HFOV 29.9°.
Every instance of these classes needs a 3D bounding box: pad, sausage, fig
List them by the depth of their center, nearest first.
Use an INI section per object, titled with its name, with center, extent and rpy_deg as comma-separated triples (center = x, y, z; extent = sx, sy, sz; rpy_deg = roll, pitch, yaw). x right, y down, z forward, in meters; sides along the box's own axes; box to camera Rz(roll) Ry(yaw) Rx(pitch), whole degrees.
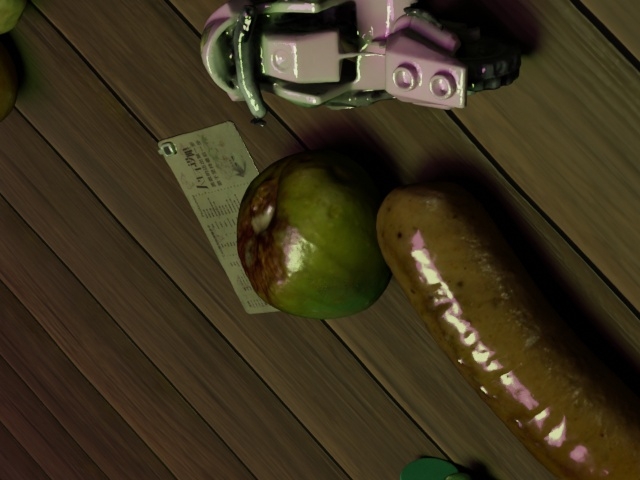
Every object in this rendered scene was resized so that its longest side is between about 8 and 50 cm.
[sausage]
center = 0.233, 0.142, 1.232
extent = 0.136, 0.123, 0.501
rpy_deg = -41, 88, 16
[fig]
center = 0.000, 0.000, 1.315
extent = 0.181, 0.181, 0.191
rpy_deg = -5, 141, 46
[pad]
center = -0.104, -0.021, 1.520
extent = 0.159, 0.009, 0.265
rpy_deg = -10, 113, 47

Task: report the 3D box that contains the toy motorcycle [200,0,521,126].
[toy motorcycle]
center = 0.018, -0.178, 1.134
extent = 0.327, 0.188, 0.143
rpy_deg = 20, 125, 33

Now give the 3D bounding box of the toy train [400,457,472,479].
[toy train]
center = 0.175, 0.386, 1.508
extent = 0.159, 0.101, 0.248
rpy_deg = 16, 130, 53

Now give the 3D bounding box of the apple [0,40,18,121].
[apple]
center = -0.501, -0.221, 1.621
extent = 0.182, 0.182, 0.155
rpy_deg = 5, 115, 42

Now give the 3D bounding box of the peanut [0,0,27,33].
[peanut]
center = -0.450, -0.362, 1.437
extent = 0.152, 0.152, 0.313
rpy_deg = 31, 170, 23
